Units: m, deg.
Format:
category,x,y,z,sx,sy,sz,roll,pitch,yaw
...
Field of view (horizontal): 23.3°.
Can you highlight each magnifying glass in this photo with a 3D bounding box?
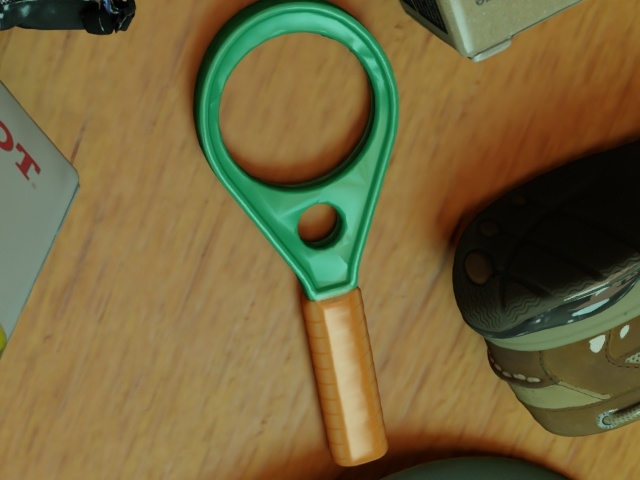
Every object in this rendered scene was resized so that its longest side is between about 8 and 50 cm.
category,x,y,z,sx,sy,sz,roll,pitch,yaw
magnifying glass,0.000,0.000,0.718,0.092,0.026,0.231,-15,112,-12

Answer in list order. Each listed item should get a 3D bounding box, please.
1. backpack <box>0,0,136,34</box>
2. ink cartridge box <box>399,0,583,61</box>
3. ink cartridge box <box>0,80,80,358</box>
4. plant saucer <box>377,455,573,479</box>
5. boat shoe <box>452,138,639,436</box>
category,x,y,z,sx,sy,sz,roll,pitch,yaw
backpack,-0.118,-0.140,0.582,0.084,0.105,0.114,-3,108,-17
ink cartridge box,0.115,-0.214,0.635,0.235,0.088,0.193,-27,117,-7
ink cartridge box,-0.237,0.022,0.485,0.197,0.270,0.198,-25,118,25
plant saucer,0.069,0.267,0.775,0.318,0.044,0.317,-6,101,-30
boat shoe,0.223,-0.008,0.739,0.324,0.122,0.120,-23,120,1
